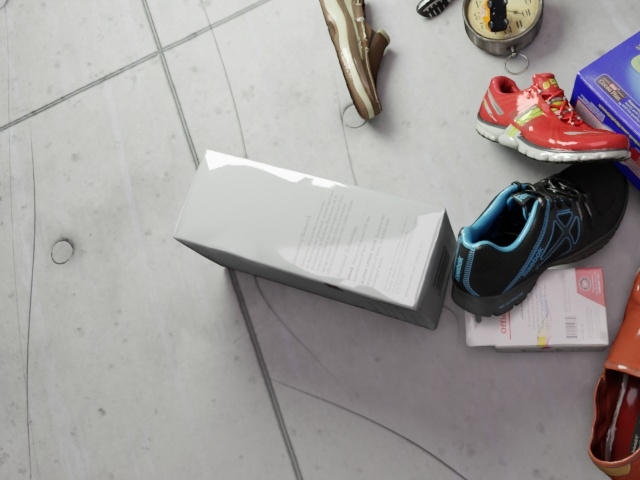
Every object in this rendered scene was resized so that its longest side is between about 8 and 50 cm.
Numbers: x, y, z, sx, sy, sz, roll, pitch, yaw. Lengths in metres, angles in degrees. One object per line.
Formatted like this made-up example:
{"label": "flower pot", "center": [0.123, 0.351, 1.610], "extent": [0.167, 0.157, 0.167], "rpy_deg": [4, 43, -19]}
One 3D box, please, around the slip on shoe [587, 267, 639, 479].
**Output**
{"label": "slip on shoe", "center": [0.444, 0.170, 1.033], "extent": [0.123, 0.101, 0.331], "rpy_deg": [7, 77, 53]}

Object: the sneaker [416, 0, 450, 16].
{"label": "sneaker", "center": [0.208, -0.430, 1.311], "extent": [0.109, 0.040, 0.044], "rpy_deg": [-38, 53, -1]}

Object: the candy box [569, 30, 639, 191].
{"label": "candy box", "center": [0.567, -0.203, 1.080], "extent": [0.317, 0.122, 0.268], "rpy_deg": [-33, 68, -6]}

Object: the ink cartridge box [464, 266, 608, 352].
{"label": "ink cartridge box", "center": [0.315, 0.105, 1.120], "extent": [0.198, 0.067, 0.115], "rpy_deg": [-2, 74, 13]}

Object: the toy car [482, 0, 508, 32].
{"label": "toy car", "center": [0.307, -0.382, 1.213], "extent": [0.122, 0.060, 0.040], "rpy_deg": [-31, 25, -12]}

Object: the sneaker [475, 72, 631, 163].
{"label": "sneaker", "center": [0.329, -0.182, 1.102], "extent": [0.279, 0.107, 0.118], "rpy_deg": [34, 121, 52]}

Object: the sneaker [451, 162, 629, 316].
{"label": "sneaker", "center": [0.323, -0.031, 1.074], "extent": [0.341, 0.140, 0.125], "rpy_deg": [-38, 49, -22]}

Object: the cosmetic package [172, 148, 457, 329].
{"label": "cosmetic package", "center": [0.000, 0.000, 1.157], "extent": [0.385, 0.217, 0.156], "rpy_deg": [14, 79, 20]}

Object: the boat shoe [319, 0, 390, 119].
{"label": "boat shoe", "center": [0.073, -0.331, 1.289], "extent": [0.095, 0.095, 0.257], "rpy_deg": [-18, 71, 4]}

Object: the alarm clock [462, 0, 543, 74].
{"label": "alarm clock", "center": [0.305, -0.356, 1.247], "extent": [0.129, 0.064, 0.192], "rpy_deg": [-13, 70, 11]}
